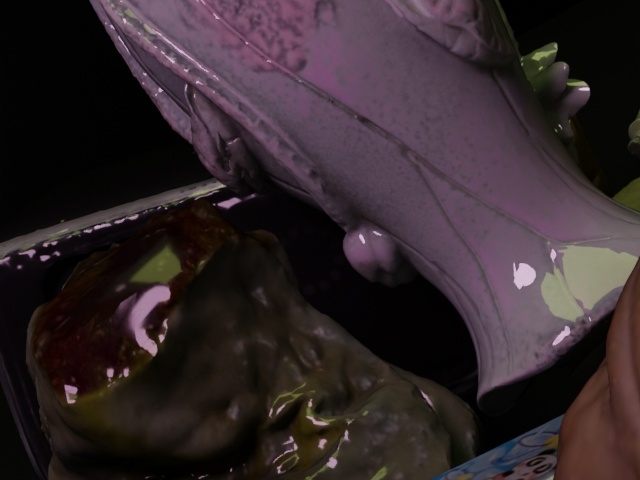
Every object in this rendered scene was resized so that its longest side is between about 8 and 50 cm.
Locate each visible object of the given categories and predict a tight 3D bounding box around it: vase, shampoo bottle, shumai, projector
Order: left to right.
[{"bbox_3d":[-0.068,0.102,1.200,0.309,0.263,0.304,-23,11,8],"label":"shumai"},{"bbox_3d":[-0.052,0.030,1.539,0.395,0.242,0.405,-17,10,8],"label":"projector"},{"bbox_3d":[0.044,-0.095,1.191,0.250,0.445,0.250,-41,-8,-7],"label":"vase"},{"bbox_3d":[0.371,-0.127,2.028,0.034,0.049,0.141,-25,9,31],"label":"shampoo bottle"}]

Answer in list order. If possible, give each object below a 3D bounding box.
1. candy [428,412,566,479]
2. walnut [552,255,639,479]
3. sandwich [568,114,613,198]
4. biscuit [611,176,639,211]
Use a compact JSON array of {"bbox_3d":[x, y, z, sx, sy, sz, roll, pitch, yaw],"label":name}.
[{"bbox_3d":[0.143,0.145,1.035,0.194,0.062,0.097,-25,8,-6],"label":"candy"},{"bbox_3d":[0.220,0.077,0.692,0.273,0.227,0.273,-23,5,2],"label":"walnut"},{"bbox_3d":[0.211,-0.040,1.743,0.079,0.113,0.163,-18,12,35],"label":"sandwich"},{"bbox_3d":[0.339,-0.046,1.681,0.188,0.040,0.265,-23,9,23],"label":"biscuit"}]
